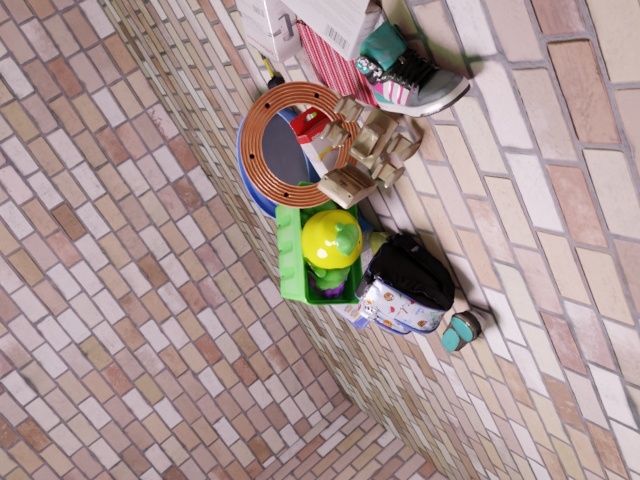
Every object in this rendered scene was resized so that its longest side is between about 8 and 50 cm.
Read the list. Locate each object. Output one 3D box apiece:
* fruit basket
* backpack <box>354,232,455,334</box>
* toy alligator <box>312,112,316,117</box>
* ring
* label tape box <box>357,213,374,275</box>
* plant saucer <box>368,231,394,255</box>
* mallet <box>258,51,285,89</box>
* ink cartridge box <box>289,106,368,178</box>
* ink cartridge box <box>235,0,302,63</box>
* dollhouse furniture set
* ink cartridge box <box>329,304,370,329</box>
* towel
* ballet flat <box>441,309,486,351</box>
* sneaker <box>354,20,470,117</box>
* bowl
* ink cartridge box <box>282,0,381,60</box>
[{"bbox_3d":[0.032,0.005,1.887,0.391,0.282,0.393,-5,83,48],"label":"fruit basket"},{"bbox_3d":[0.248,0.152,1.858,0.263,0.276,0.213,26,126,10],"label":"backpack"},{"bbox_3d":[0.009,-0.326,1.918,0.051,0.056,0.190,3,144,13],"label":"toy alligator"},{"bbox_3d":[-0.054,-0.256,1.733,0.337,0.336,0.032,58,169,-16],"label":"ring"},{"bbox_3d":[0.065,0.029,2.278,0.249,0.115,0.348,41,148,33],"label":"label tape box"},{"bbox_3d":[0.250,0.062,2.073,0.241,0.037,0.241,47,162,21],"label":"plant saucer"},{"bbox_3d":[-0.173,-0.550,1.981,0.190,0.039,0.062,60,159,-11],"label":"mallet"},{"bbox_3d":[0.030,-0.271,1.820,0.231,0.134,0.078,57,164,-17],"label":"ink cartridge box"},{"bbox_3d":[-0.142,-0.600,1.694,0.158,0.092,0.218,42,158,32],"label":"ink cartridge box"},{"bbox_3d":[0.115,-0.220,1.626,0.212,0.161,0.242,38,120,11],"label":"dollhouse furniture set"},{"bbox_3d":[0.132,0.208,2.415,0.311,0.185,0.065,34,162,47],"label":"ink cartridge box"},{"bbox_3d":[0.048,-0.446,1.606,0.275,0.031,0.199,37,159,47],"label":"towel"},{"bbox_3d":[0.425,0.253,1.889,0.095,0.096,0.280,53,165,14],"label":"ballet flat"},{"bbox_3d":[0.170,-0.360,1.316,0.178,0.124,0.295,51,167,-27],"label":"sneaker"},{"bbox_3d":[-0.138,-0.261,2.156,0.391,0.077,0.392,27,127,41],"label":"bowl"},{"bbox_3d":[0.023,-0.568,1.386,0.275,0.060,0.239,47,141,19],"label":"ink cartridge box"}]
